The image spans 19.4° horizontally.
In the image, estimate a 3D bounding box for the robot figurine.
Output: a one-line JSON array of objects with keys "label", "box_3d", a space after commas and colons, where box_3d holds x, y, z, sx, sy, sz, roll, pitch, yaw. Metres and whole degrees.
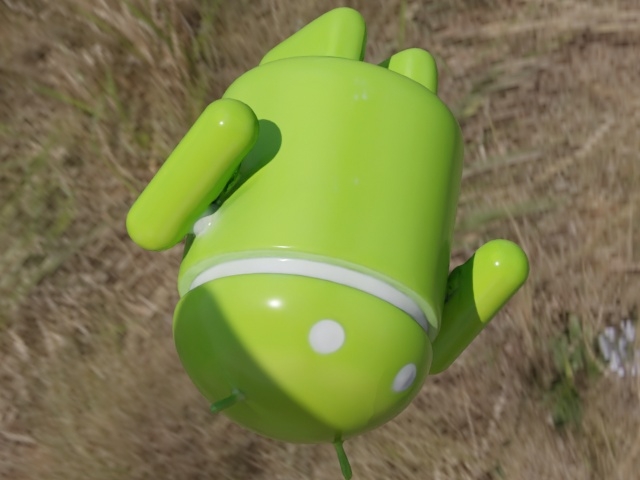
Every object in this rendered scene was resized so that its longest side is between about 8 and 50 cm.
[{"label": "robot figurine", "box_3d": [0.000, 0.000, 0.477, 0.067, 0.101, 0.115, -24, 47, 48]}]
